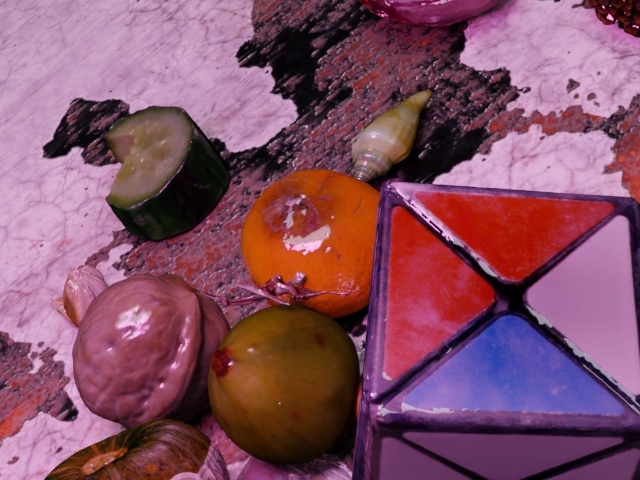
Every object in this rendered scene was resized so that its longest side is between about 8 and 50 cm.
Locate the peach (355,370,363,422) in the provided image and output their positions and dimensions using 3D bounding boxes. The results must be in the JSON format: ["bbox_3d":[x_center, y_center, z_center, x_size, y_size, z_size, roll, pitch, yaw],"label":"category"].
[{"bbox_3d":[0.138,0.234,1.659,0.189,0.068,0.279,-2,53,7],"label":"peach"}]

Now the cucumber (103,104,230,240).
[{"bbox_3d":[-0.238,-0.102,2.095,0.191,0.130,0.191,-15,52,20],"label":"cucumber"}]

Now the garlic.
[{"bbox_3d":[-0.350,0.077,2.021,0.074,0.094,0.113,3,32,-25],"label":"garlic"}]

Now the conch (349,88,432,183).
[{"bbox_3d":[0.094,-0.152,2.008,0.095,0.079,0.201,-10,30,35],"label":"conch"}]

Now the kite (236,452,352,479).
[{"bbox_3d":[-0.092,0.396,1.663,0.204,0.022,0.360,21,62,39],"label":"kite"}]

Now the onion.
[{"bbox_3d":[0.167,-0.420,2.168,0.283,0.120,0.227,-10,51,14],"label":"onion"}]

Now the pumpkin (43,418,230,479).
[{"bbox_3d":[-0.228,0.341,1.666,0.260,0.189,0.260,-21,11,4],"label":"pumpkin"}]

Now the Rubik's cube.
[{"bbox_3d":[0.190,0.141,1.502,0.305,0.310,0.307,2,53,3],"label":"Rubik's cube"}]

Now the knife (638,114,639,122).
[{"bbox_3d":[0.555,-0.206,1.870,0.244,0.032,0.058,-27,54,9],"label":"knife"}]

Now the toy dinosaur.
[{"bbox_3d":[-0.058,0.063,1.721,0.220,0.108,0.032,-4,95,29],"label":"toy dinosaur"}]

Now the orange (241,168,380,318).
[{"bbox_3d":[0.000,0.000,1.854,0.224,0.170,0.224,-13,49,16],"label":"orange"}]

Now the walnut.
[{"bbox_3d":[-0.222,0.144,1.803,0.224,0.224,0.224,-13,48,15],"label":"walnut"}]

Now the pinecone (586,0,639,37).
[{"bbox_3d":[0.466,-0.420,1.968,0.221,0.221,0.221,-13,48,15],"label":"pinecone"}]

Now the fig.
[{"bbox_3d":[-0.061,0.169,1.692,0.203,0.225,0.203,-17,60,33],"label":"fig"}]
